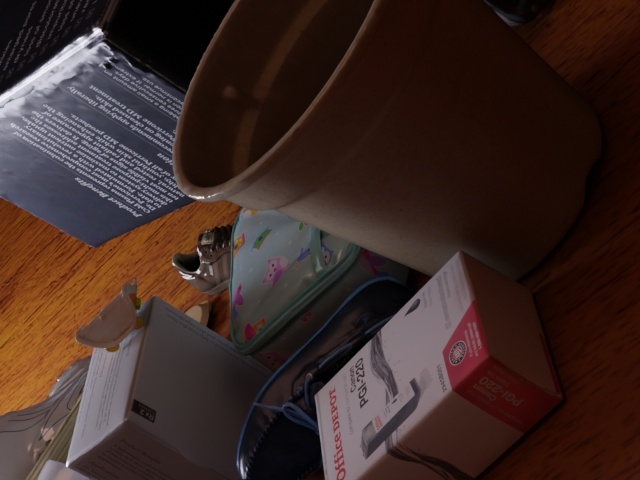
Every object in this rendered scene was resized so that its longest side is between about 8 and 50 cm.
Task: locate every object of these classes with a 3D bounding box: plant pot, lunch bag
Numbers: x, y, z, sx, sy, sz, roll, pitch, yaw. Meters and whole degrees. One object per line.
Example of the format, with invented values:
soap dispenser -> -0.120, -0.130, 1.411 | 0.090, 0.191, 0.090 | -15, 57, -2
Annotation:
plant pot -> 0.082, -0.115, 1.446 | 0.334, 0.305, 0.333 | -43, 30, 32
lunch bag -> 0.000, 0.000, 1.703 | 0.224, 0.108, 0.279 | -44, 29, 29

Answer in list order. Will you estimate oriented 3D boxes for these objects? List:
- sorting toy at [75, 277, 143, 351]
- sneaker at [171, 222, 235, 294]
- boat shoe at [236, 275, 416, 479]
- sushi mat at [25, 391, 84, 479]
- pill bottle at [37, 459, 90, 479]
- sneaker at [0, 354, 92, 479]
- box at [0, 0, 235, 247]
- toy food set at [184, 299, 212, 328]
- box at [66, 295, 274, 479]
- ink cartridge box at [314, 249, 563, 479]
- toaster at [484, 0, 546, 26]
sorting toy -> -0.220, 0.075, 1.686 | 0.083, 0.045, 0.075 | -43, 20, 22
sneaker -> -0.116, 0.013, 1.949 | 0.188, 0.071, 0.066 | -36, 33, 42
boat shoe -> 0.005, 0.149, 1.534 | 0.258, 0.109, 0.089 | -58, 28, 6
sushi mat -> -0.254, 0.231, 1.876 | 0.019, 0.151, 0.316 | 37, 95, 39
pill bottle -> -0.316, 0.411, 1.758 | 0.169, 0.169, 0.301 | -7, 55, 60
sneaker -> -0.320, 0.239, 1.938 | 0.129, 0.111, 0.297 | -6, 30, 44
box -> -0.216, -0.303, 2.011 | 0.472, 0.297, 0.479 | -19, 46, 49
toy food set -> -0.165, 0.118, 1.982 | 0.082, 0.020, 0.083 | -51, 26, 16
box -> -0.160, 0.192, 1.697 | 0.119, 0.181, 0.182 | -36, 32, 35
ink cartridge box -> 0.098, 0.141, 1.386 | 0.218, 0.092, 0.158 | -49, 26, 25
toaster -> 0.186, -0.330, 1.707 | 0.146, 0.129, 0.227 | -13, 52, 60
